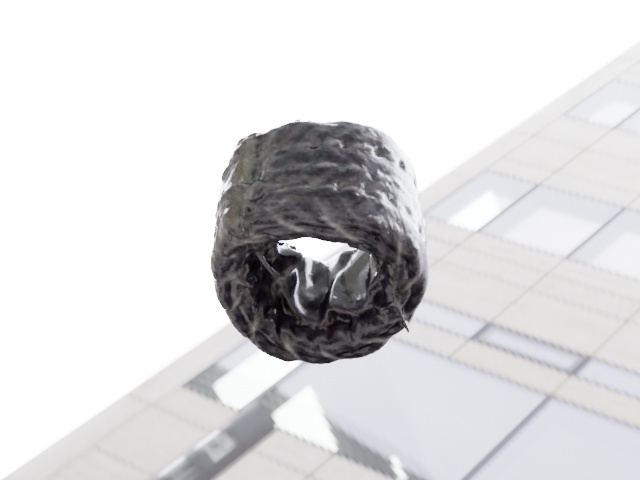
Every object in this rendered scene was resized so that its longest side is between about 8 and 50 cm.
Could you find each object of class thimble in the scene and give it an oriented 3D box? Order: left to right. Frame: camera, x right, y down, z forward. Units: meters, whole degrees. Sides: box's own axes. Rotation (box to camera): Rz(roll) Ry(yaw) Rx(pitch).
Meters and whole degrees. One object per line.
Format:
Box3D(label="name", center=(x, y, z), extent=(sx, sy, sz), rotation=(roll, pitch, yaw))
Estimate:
Box3D(label="thimble", center=(0.001, 0.001, 0.616), extent=(0.095, 0.066, 0.104), rotation=(-11, -45, 14))
